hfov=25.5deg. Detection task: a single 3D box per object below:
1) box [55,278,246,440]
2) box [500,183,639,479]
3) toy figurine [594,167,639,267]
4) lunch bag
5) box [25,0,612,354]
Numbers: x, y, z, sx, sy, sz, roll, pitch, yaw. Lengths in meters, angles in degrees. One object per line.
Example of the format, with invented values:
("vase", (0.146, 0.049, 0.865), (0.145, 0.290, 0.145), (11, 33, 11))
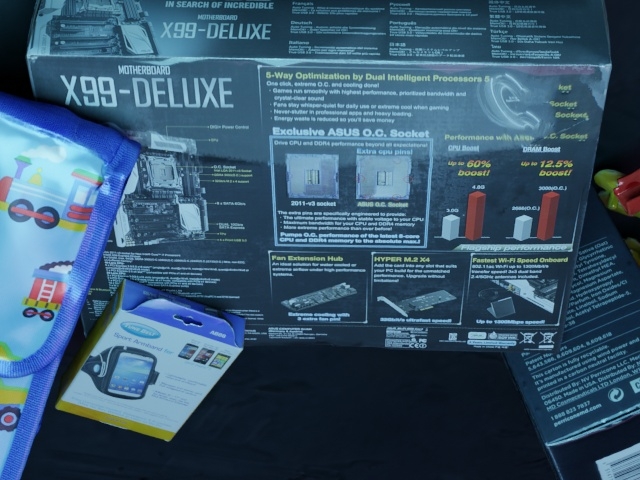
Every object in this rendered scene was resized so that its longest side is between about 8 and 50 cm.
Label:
("box", (-0.104, 0.073, 0.881), (0.081, 0.028, 0.136), (20, 135, -19))
("box", (0.183, 0.077, 0.988), (0.108, 0.207, 0.153), (-24, 140, 5))
("toy figurine", (0.362, 0.048, 1.050), (0.217, 0.191, 0.362), (-27, 140, 2))
("lunch bag", (-0.237, 0.007, 0.780), (0.221, 0.138, 0.293), (19, 122, -8))
("box", (0.000, -0.037, 0.829), (0.307, 0.076, 0.242), (1, 137, 3))
